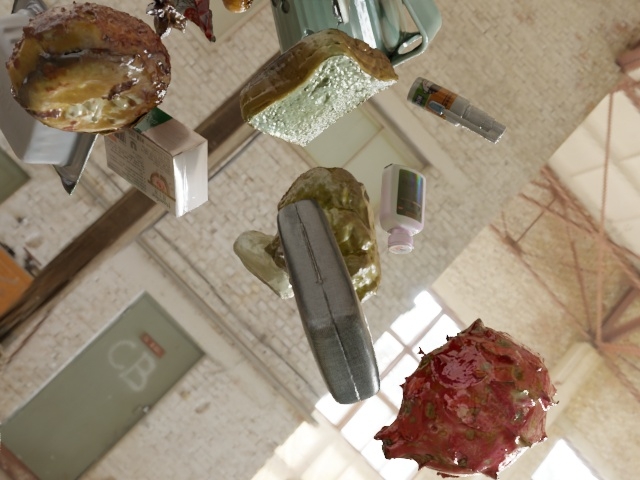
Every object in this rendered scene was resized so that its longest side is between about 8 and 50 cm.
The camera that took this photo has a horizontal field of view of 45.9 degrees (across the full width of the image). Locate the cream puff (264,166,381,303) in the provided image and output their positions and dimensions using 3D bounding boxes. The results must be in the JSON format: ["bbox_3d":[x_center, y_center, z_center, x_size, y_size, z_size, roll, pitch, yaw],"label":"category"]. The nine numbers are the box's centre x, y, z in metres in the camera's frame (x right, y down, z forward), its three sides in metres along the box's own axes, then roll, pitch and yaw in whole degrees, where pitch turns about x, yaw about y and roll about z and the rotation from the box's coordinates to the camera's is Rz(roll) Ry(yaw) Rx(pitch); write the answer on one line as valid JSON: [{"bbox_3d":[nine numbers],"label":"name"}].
[{"bbox_3d":[0.017,0.000,1.265,0.244,0.196,0.244,48,16,-18],"label":"cream puff"}]

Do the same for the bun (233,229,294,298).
[{"bbox_3d":[-0.107,0.044,1.688,0.183,0.102,0.183,43,-11,10],"label":"bun"}]

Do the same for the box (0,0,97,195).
[{"bbox_3d":[-0.546,-0.279,1.405,0.336,0.106,0.264,55,-46,18],"label":"box"}]

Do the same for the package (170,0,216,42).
[{"bbox_3d":[-0.266,-0.503,1.406,0.194,0.071,0.269,40,-25,45],"label":"package"}]

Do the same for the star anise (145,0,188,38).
[{"bbox_3d":[-0.318,-0.501,1.584,0.057,0.168,0.168,24,-21,14],"label":"star anise"}]

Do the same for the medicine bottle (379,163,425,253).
[{"bbox_3d":[0.206,-0.077,1.907,0.115,0.219,0.078,20,-27,-30],"label":"medicine bottle"}]

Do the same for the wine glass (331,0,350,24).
[{"bbox_3d":[0.170,-0.473,1.195,0.190,0.357,0.190,-18,90,-85],"label":"wine glass"}]

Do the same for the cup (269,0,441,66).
[{"bbox_3d":[0.065,-0.579,1.696,0.401,0.310,0.392,-2,-29,11],"label":"cup"}]

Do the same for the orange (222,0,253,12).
[{"bbox_3d":[-0.188,-0.565,1.739,0.070,0.083,0.083,27,-19,10],"label":"orange"}]

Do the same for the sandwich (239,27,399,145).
[{"bbox_3d":[-0.007,-0.283,1.428,0.226,0.251,0.087,15,49,-53],"label":"sandwich"}]

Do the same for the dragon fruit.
[{"bbox_3d":[0.206,0.243,1.074,0.210,0.268,0.205,56,6,-20],"label":"dragon fruit"}]

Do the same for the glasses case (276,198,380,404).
[{"bbox_3d":[0.005,0.065,0.981,0.323,0.074,0.131,-110,180,-59],"label":"glasses case"}]

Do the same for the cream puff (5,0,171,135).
[{"bbox_3d":[-0.352,-0.265,1.146,0.240,0.240,0.163,120,-41,-74],"label":"cream puff"}]

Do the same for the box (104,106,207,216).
[{"bbox_3d":[-0.287,-0.150,1.307,0.199,0.081,0.135,36,-40,26],"label":"box"}]

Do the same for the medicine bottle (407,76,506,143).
[{"bbox_3d":[0.290,-0.275,1.620,0.221,0.092,0.061,29,-57,11],"label":"medicine bottle"}]
